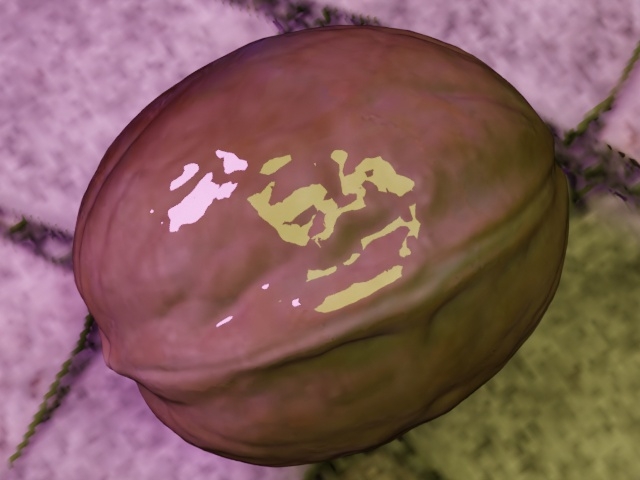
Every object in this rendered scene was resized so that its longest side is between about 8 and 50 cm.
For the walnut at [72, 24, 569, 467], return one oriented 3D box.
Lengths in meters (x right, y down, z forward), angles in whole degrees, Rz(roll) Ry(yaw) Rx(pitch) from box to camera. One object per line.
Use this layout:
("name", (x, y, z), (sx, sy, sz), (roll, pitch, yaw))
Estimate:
("walnut", (0.001, 0.000, 0.564), (0.162, 0.140, 0.140), (-31, 82, -20))
